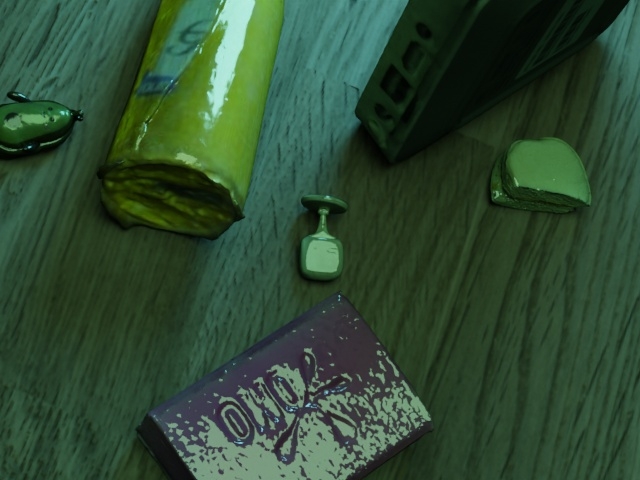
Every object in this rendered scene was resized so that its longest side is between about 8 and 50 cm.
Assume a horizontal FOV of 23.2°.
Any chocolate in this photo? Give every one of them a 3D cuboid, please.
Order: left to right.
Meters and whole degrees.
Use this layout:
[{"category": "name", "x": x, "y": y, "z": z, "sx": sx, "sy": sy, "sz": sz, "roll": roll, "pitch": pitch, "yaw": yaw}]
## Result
[{"category": "chocolate", "x": -0.126, "y": -0.225, "z": 1.733, "sx": 0.162, "sy": 0.162, "sz": 0.445, "roll": 16, "pitch": 62, "yaw": -9}]

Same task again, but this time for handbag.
[{"category": "handbag", "x": -0.313, "y": -0.127, "z": 1.686, "sx": 0.111, "sy": 0.047, "sz": 0.072, "roll": -12, "pitch": 73, "yaw": -18}]

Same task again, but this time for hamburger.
[{"category": "hamburger", "x": 0.260, "y": -0.081, "z": 1.830, "sx": 0.121, "sy": 0.054, "sz": 0.084, "roll": 9, "pitch": 62, "yaw": -15}]

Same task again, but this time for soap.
[{"category": "soap", "x": -0.036, "y": 0.193, "z": 1.611, "sx": 0.259, "sy": 0.081, "sz": 0.181, "roll": -30, "pitch": 79, "yaw": -24}]

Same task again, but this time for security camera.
[{"category": "security camera", "x": 0.000, "y": 0.000, "z": 1.727, "sx": 0.058, "sy": 0.058, "sz": 0.092, "roll": 11, "pitch": 78, "yaw": -11}]

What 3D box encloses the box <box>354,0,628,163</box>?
[{"category": "box", "x": 0.238, "y": -0.276, "z": 1.711, "sx": 0.397, "sy": 0.396, "sz": 0.111, "roll": -34, "pitch": 77, "yaw": -25}]
